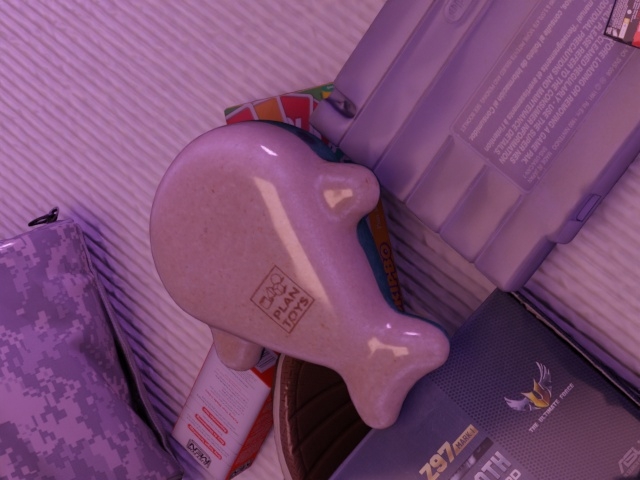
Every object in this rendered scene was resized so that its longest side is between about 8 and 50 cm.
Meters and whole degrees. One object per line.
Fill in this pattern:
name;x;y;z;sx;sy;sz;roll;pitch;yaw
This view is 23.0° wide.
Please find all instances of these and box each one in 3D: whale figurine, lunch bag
whale figurine;-0.007;0.021;1.264;0.272;0.141;0.216;42;117;13
lunch bag;-0.289;0.149;1.447;0.256;0.212;0.305;-22;85;-9

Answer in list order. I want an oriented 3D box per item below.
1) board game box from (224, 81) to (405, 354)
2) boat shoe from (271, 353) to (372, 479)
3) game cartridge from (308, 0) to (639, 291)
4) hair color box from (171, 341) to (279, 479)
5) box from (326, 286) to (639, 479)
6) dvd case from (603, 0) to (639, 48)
board game box;0.000;0.000;1.356;0.124;0.039;0.259;-10;97;33
boat shoe;0.001;0.206;1.357;0.095;0.095;0.257;1;105;63
game cartridge;0.171;-0.161;1.193;0.230;0.068;0.355;41;112;14
hair color box;-0.078;0.145;1.405;0.072;0.043;0.141;43;132;18
box;0.140;0.178;1.244;0.183;0.059;0.232;43;96;18
dvd case;0.267;-0.166;1.102;0.119;0.013;0.087;23;106;25
